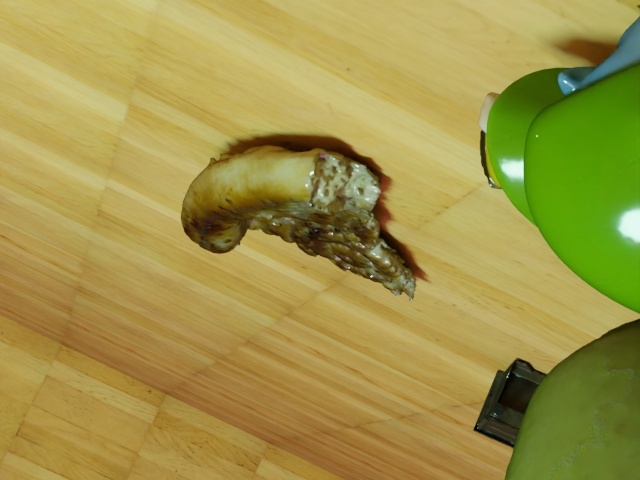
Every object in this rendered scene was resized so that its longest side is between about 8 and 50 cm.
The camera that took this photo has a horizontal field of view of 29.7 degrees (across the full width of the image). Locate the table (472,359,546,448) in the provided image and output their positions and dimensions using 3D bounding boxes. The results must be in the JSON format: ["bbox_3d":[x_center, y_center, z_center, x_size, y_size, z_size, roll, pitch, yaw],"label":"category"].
[{"bbox_3d":[0.208,0.170,1.211,0.083,0.070,0.082,23,164,8],"label":"table"}]

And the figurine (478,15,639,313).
[{"bbox_3d":[0.159,-0.034,0.551,0.162,0.143,0.263,26,176,-16],"label":"figurine"}]

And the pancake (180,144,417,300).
[{"bbox_3d":[0.000,0.000,1.004,0.244,0.057,0.266,33,161,-30],"label":"pancake"}]

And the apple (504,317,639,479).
[{"bbox_3d":[0.295,0.245,0.684,0.474,0.473,0.473,23,164,7],"label":"apple"}]
